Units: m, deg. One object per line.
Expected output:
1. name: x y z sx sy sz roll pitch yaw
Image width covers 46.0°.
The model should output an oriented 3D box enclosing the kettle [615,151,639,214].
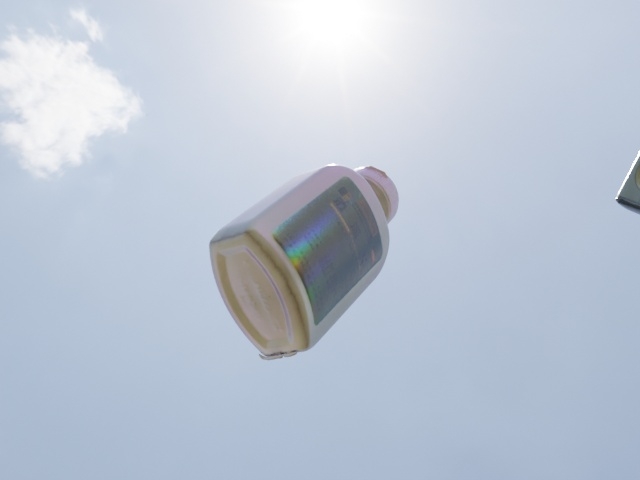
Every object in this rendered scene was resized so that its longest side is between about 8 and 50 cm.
1. kettle: 0.259 -0.067 0.444 0.127 0.098 0.148 32 -80 29

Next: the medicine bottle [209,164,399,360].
1. medicine bottle: 0.000 0.000 0.664 0.219 0.078 0.115 -41 -70 -50
